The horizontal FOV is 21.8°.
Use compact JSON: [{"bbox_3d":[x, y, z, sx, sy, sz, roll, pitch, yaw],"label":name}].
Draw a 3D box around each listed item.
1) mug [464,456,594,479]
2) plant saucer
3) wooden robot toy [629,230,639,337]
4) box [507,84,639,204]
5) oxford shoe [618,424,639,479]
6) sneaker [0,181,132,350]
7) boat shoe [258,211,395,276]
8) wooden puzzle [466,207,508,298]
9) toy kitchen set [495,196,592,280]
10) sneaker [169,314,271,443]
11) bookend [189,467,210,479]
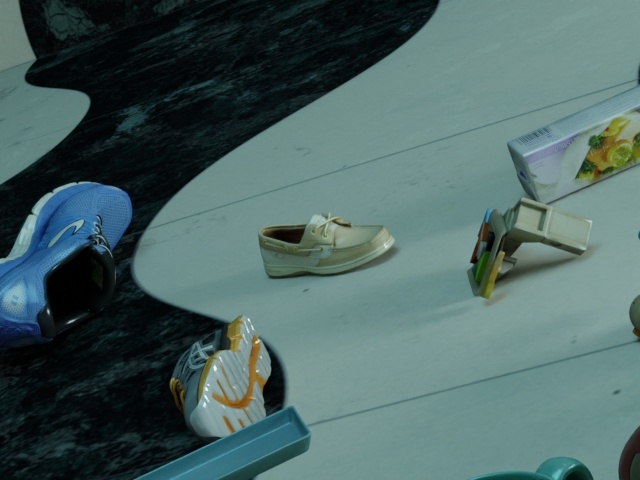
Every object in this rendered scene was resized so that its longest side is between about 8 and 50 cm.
[{"bbox_3d":[0.124,0.217,1.057,0.158,0.097,0.129,-24,19,-4],"label":"mug"},{"bbox_3d":[-0.098,0.185,1.284,0.192,0.018,0.067,-26,19,-7],"label":"plant saucer"},{"bbox_3d":[0.294,0.054,1.379,0.079,0.076,0.173,-57,17,10],"label":"wooden robot toy"},{"bbox_3d":[0.359,-0.133,1.759,0.324,0.063,0.067,-24,21,-3],"label":"box"},{"bbox_3d":[0.357,0.080,1.125,0.348,0.123,0.130,-32,4,8],"label":"oxford shoe"},{"bbox_3d":[-0.294,0.036,1.991,0.147,0.129,0.330,2,31,21],"label":"sneaker"},{"bbox_3d":[0.000,0.000,1.812,0.170,0.059,0.063,-9,24,34],"label":"boat shoe"},{"bbox_3d":[0.159,0.010,1.614,0.014,0.078,0.116,19,12,-8],"label":"wooden puzzle"},{"bbox_3d":[0.208,0.012,1.610,0.083,0.075,0.068,118,169,-70],"label":"toy kitchen set"},{"bbox_3d":[-0.100,0.139,1.542,0.083,0.084,0.215,-22,10,11],"label":"sneaker"},{"bbox_3d":[-0.124,0.257,1.262,0.156,0.072,0.157,-29,20,-17],"label":"bookend"}]
